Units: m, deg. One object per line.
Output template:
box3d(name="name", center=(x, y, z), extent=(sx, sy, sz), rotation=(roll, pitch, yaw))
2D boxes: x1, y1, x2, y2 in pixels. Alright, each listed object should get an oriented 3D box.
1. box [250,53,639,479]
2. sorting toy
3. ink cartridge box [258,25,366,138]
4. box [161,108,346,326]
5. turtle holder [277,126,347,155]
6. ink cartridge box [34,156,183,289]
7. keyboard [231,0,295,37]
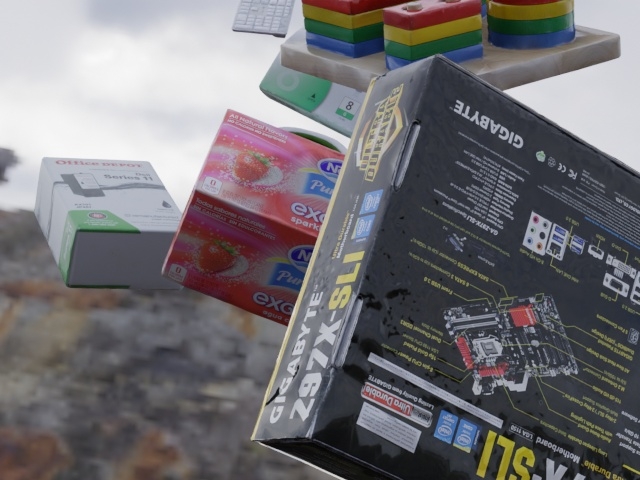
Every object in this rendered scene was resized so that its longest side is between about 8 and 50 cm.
box3d(name="box", center=(0.140, 0.068, 1.042), extent=(0.322, 0.257, 0.079), rotation=(27, -19, -25))
box3d(name="sorting toy", center=(0.129, -0.226, 1.672), extent=(0.255, 0.089, 0.257), rotation=(-17, 24, -31))
box3d(name="ink cartridge box", center=(0.042, -0.274, 2.374), extent=(0.181, 0.225, 0.056), rotation=(28, -5, 26))
box3d(name="box", center=(0.000, 0.000, 1.771), extent=(0.300, 0.154, 0.142), rotation=(22, -48, -4))
box3d(name="turtle holder", center=(-0.012, -0.016, 2.236), extent=(0.320, 0.243, 0.227), rotation=(34, -41, 23))
box3d(name="ink cartridge box", center=(-0.264, -0.024, 2.044), extent=(0.153, 0.087, 0.208), rotation=(1, 27, -24))
box3d(name="keyboard", center=(-0.068, -0.332, 2.183), extent=(0.072, 0.256, 0.014), rotation=(10, -58, -1))
